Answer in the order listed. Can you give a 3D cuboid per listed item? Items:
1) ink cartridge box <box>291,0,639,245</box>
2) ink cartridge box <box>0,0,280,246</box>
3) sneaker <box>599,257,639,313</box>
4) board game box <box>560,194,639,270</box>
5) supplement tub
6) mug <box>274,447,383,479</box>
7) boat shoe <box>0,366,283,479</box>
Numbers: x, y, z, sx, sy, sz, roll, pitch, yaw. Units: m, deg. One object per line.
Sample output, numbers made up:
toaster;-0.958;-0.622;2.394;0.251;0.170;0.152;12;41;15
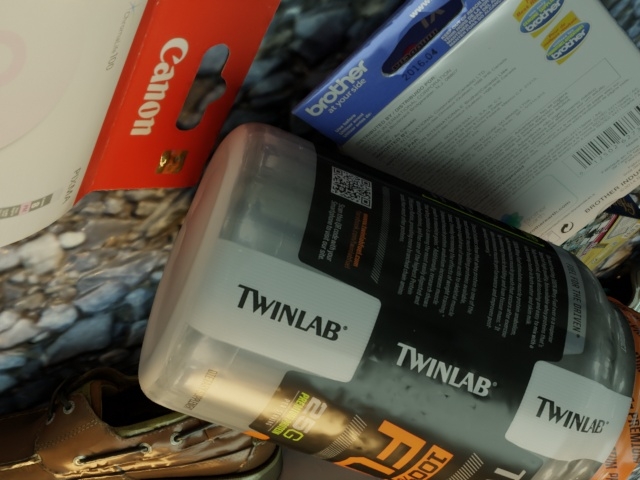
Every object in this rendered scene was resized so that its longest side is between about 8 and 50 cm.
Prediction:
ink cartridge box;0.133;-0.097;0.651;0.186;0.065;0.311;-41;140;20
ink cartridge box;-0.139;-0.074;0.506;0.232;0.066;0.189;0;139;-33
sneaker;0.353;0.109;1.155;0.106;0.101;0.267;21;129;-25
board game box;0.206;0.035;0.952;0.165;0.042;0.243;7;135;-44
supplement tub;0.055;0.063;0.610;0.316;0.194;0.193;21;131;-13
mug;-0.059;0.323;0.876;0.328;0.276;0.374;-22;180;6
boat shoe;-0.186;0.154;0.750;0.307;0.111;0.104;-6;118;-6
